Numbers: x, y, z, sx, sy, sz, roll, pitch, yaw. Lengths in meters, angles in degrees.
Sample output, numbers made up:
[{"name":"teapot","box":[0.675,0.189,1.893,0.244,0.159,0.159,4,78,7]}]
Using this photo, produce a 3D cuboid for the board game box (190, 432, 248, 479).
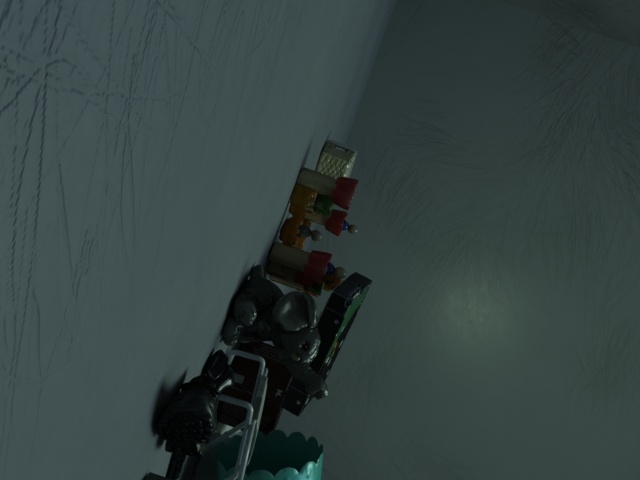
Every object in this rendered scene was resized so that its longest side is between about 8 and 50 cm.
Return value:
[{"name":"board game box","box":[-0.273,0.658,1.662,0.275,0.142,0.144,105,5,-62]}]

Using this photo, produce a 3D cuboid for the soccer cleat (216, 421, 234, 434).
[{"name":"soccer cleat","box":[-0.277,0.551,1.716,0.196,0.068,0.076,90,24,-64]}]

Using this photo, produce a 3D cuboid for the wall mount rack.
[{"name":"wall mount rack","box":[-0.209,0.427,1.288,0.350,0.130,0.304,-84,-171,-74]}]

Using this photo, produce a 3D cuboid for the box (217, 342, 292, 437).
[{"name":"box","box":[-0.172,0.410,1.597,0.167,0.168,0.203,-67,177,-48]}]

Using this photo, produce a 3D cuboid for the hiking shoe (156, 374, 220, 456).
[{"name":"hiking shoe","box":[-0.199,0.252,0.887,0.227,0.086,0.114,116,-18,-54]}]

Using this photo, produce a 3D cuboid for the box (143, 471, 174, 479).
[{"name":"box","box":[-0.288,0.490,0.838,0.183,0.056,0.231,-55,165,-80]}]

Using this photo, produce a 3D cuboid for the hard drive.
[{"name":"hard drive","box":[0.018,0.259,1.496,0.339,0.064,0.237,-66,168,16]}]

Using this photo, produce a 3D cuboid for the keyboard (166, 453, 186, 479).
[{"name":"keyboard","box":[-0.255,0.396,1.125,0.100,0.038,0.192,-66,176,-67]}]

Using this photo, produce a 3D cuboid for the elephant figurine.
[{"name":"elephant figurine","box":[-0.068,0.185,1.203,0.169,0.239,0.186,-54,164,-82]}]

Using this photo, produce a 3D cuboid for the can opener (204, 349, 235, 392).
[{"name":"can opener","box":[-0.216,0.289,1.078,0.059,0.073,0.186,-25,-157,32]}]

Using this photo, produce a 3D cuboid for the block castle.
[{"name":"block castle","box":[0.000,0.000,1.684,0.453,0.212,0.303,101,9,-79]}]

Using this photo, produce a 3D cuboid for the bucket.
[{"name":"bucket","box":[-0.124,0.599,1.421,0.281,0.281,0.183,-28,118,-87]}]

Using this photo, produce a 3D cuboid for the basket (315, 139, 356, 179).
[{"name":"basket","box":[0.042,-0.241,1.985,0.103,0.113,0.167,-60,170,-57]}]
